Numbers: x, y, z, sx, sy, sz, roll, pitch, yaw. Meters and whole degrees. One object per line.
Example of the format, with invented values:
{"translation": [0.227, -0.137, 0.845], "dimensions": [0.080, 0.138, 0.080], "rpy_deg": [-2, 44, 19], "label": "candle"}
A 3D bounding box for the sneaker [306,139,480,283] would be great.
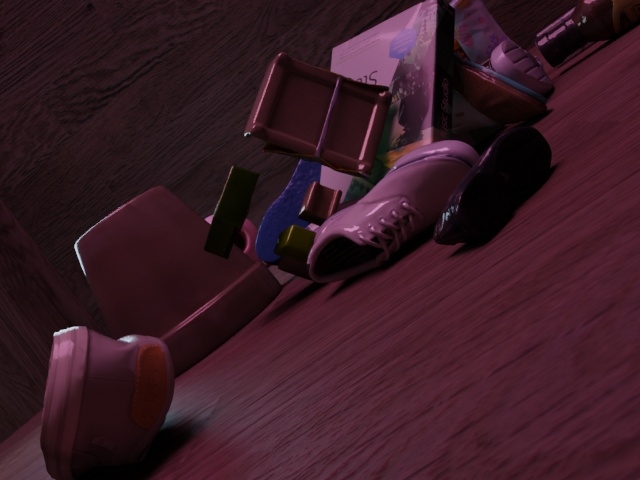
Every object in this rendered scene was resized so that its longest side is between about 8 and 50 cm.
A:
{"translation": [0.082, -0.018, 0.819], "dimensions": [0.258, 0.094, 0.091], "rpy_deg": [-37, 21, 41], "label": "sneaker"}

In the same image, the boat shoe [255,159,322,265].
{"translation": [-0.025, -0.061, 1.320], "dimensions": [0.258, 0.109, 0.089], "rpy_deg": [-57, -24, -5], "label": "boat shoe"}

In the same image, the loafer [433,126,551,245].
{"translation": [0.163, -0.055, 0.674], "dimensions": [0.170, 0.062, 0.061], "rpy_deg": [-38, 0, -35], "label": "loafer"}

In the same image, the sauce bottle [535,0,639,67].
{"translation": [0.582, -0.464, 1.357], "dimensions": [0.344, 0.111, 0.111], "rpy_deg": [-34, 5, 31], "label": "sauce bottle"}

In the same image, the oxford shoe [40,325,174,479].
{"translation": [-0.251, 0.197, 0.832], "dimensions": [0.130, 0.169, 0.449], "rpy_deg": [5, -19, -18], "label": "oxford shoe"}

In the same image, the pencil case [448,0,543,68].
{"translation": [0.388, -0.449, 1.633], "dimensions": [0.124, 0.273, 0.113], "rpy_deg": [-41, 7, 44], "label": "pencil case"}

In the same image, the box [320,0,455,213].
{"translation": [0.105, -0.207, 1.130], "dimensions": [0.232, 0.058, 0.322], "rpy_deg": [-16, 62, 43], "label": "box"}

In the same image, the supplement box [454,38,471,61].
{"translation": [0.257, -0.303, 1.568], "dimensions": [0.194, 0.191, 0.129], "rpy_deg": [-31, 5, 47], "label": "supplement box"}

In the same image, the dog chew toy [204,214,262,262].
{"translation": [-0.285, 0.053, 1.991], "dimensions": [0.206, 0.206, 0.332], "rpy_deg": [-39, -3, -28], "label": "dog chew toy"}

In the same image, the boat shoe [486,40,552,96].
{"translation": [0.365, -0.294, 1.345], "dimensions": [0.119, 0.121, 0.335], "rpy_deg": [-42, -9, 24], "label": "boat shoe"}

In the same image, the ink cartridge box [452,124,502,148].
{"translation": [0.182, -0.181, 1.342], "dimensions": [0.289, 0.121, 0.211], "rpy_deg": [-36, 6, 4], "label": "ink cartridge box"}

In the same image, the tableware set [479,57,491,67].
{"translation": [0.375, -0.329, 1.591], "dimensions": [0.194, 0.128, 0.039], "rpy_deg": [-31, 40, 44], "label": "tableware set"}

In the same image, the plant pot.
{"translation": [-0.278, 0.068, 1.266], "dimensions": [0.323, 0.280, 0.323], "rpy_deg": [-36, 4, 3], "label": "plant pot"}

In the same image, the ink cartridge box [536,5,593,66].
{"translation": [0.561, -0.462, 1.582], "dimensions": [0.122, 0.088, 0.052], "rpy_deg": [-34, 8, 23], "label": "ink cartridge box"}

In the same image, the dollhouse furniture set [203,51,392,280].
{"translation": [-0.033, -0.108, 1.081], "dimensions": [0.151, 0.197, 0.301], "rpy_deg": [126, 163, -69], "label": "dollhouse furniture set"}

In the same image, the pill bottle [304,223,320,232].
{"translation": [0.000, 0.000, 1.214], "dimensions": [0.120, 0.067, 0.067], "rpy_deg": [-37, 5, -7], "label": "pill bottle"}

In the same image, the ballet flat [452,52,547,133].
{"translation": [0.219, -0.256, 1.172], "dimensions": [0.116, 0.342, 0.124], "rpy_deg": [14, -65, -51], "label": "ballet flat"}
